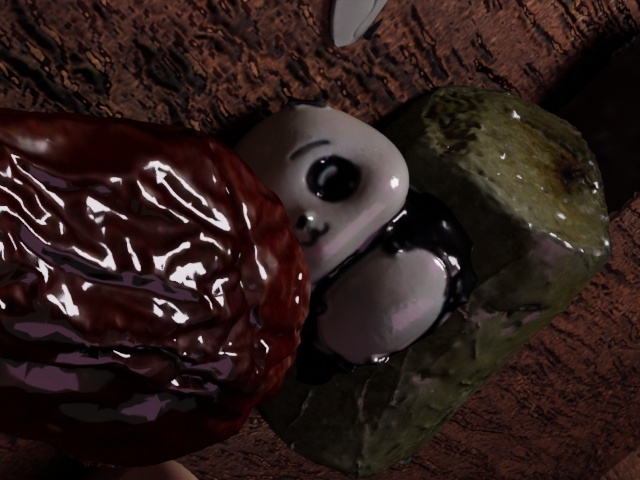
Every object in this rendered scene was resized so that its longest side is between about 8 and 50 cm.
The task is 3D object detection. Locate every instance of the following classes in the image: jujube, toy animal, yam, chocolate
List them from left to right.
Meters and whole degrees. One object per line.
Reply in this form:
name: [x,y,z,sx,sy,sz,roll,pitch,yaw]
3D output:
jujube: [-0.151,0.023,1.145,0.216,0.216,0.342,-44,153,15]
toy animal: [0.000,0.000,1.350,0.166,0.138,0.179,-39,116,6]
yam: [0.080,0.026,1.522,0.195,0.195,0.300,-8,145,-54]
chocolate: [0.239,-0.067,1.702,0.321,0.112,0.112,-47,166,33]

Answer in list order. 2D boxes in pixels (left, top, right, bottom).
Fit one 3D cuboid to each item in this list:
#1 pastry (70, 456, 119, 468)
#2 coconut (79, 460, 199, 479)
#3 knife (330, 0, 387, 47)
pastry: [-0.135,0.144,1.596,0.169,0.063,0.087,-25,159,-33]
coconut: [-0.178,0.327,1.686,0.245,0.233,0.233,-45,159,17]
knife: [0.078,-0.223,1.205,0.081,0.043,0.336,-11,149,-41]
